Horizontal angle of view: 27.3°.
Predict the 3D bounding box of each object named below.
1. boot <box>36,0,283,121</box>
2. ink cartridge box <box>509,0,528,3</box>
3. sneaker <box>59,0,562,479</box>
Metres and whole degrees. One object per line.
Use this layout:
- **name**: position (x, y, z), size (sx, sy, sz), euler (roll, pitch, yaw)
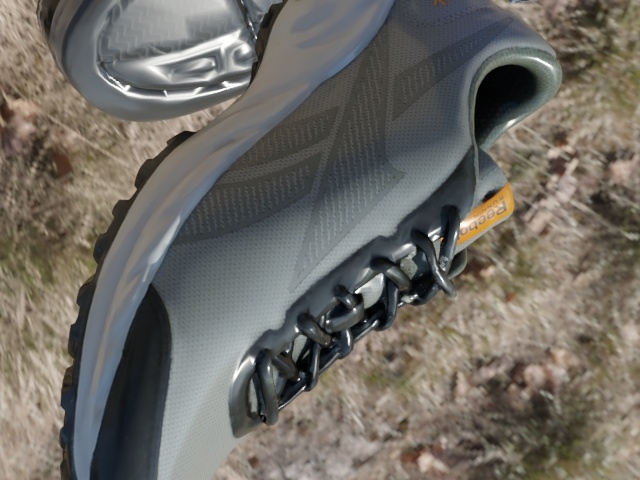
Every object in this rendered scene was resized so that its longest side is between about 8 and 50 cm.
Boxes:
- **boot**: position (-0.053, -0.260, 0.701), size (0.377, 0.284, 0.138), euler (-48, 147, -5)
- **ink cartridge box**: position (0.185, -0.199, 0.494), size (0.311, 0.186, 0.065), euler (-15, 151, -9)
- **sneaker**: position (0.000, 0.000, 0.461), size (0.271, 0.108, 0.100), euler (-58, 164, -28)
